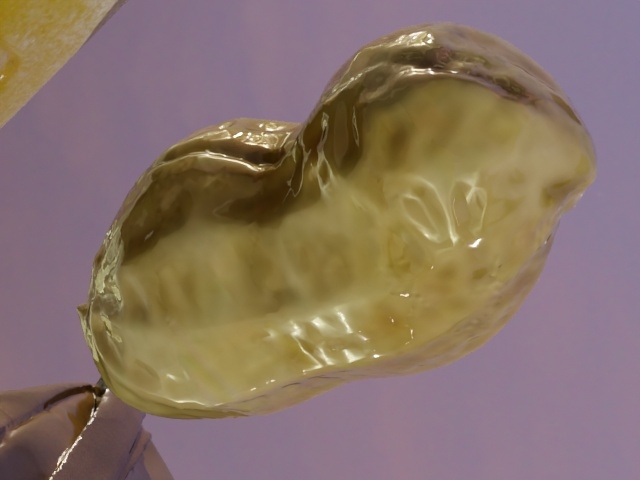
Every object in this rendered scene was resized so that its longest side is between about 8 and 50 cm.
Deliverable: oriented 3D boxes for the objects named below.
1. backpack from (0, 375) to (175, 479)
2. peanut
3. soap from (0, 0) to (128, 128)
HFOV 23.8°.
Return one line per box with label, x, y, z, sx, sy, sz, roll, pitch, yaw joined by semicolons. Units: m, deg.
backpack;-0.186;0.254;0.977;0.201;0.378;0.353;-32;-102;14
peanut;0.000;0.000;0.691;0.305;0.147;0.147;-20;-115;43
soap;-0.223;-0.069;0.692;0.257;0.160;0.080;-43;-111;12
